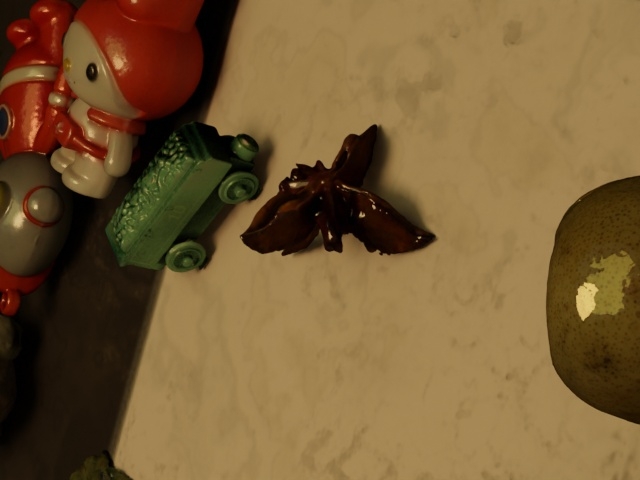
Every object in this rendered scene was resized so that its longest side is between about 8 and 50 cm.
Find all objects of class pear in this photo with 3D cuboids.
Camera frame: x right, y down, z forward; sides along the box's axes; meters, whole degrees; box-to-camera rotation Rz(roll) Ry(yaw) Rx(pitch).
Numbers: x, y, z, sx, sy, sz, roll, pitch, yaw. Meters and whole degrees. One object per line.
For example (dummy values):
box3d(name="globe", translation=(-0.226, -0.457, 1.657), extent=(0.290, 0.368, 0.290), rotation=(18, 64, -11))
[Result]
box3d(name="pear", translation=(0.221, 0.037, 1.203), extent=(0.136, 0.167, 0.167), rotation=(-9, 71, 32))

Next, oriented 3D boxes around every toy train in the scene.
box3d(name="toy train", translation=(-0.128, -0.039, 1.701), extent=(0.172, 0.099, 0.070), rotation=(-51, 45, 27))

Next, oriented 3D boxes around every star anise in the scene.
box3d(name="star anise", translation=(0.003, -0.007, 1.559), extent=(0.140, 0.158, 0.144), rotation=(-105, 12, -45))

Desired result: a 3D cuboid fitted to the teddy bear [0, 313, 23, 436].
box3d(name="teddy bear", translation=(-0.414, 0.090, 1.931), extent=(0.151, 0.236, 0.267), rotation=(-40, 66, -4))

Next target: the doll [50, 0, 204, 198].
box3d(name="doll", translation=(-0.182, -0.185, 1.787), extent=(0.290, 0.130, 0.161), rotation=(-65, 33, 18))

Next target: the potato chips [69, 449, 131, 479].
box3d(name="potato chips", translation=(-0.196, 0.285, 1.739), extent=(0.092, 0.028, 0.207), rotation=(-47, 46, 8))

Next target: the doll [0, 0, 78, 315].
box3d(name="doll", translation=(-0.314, -0.084, 1.939), extent=(0.200, 0.105, 0.336), rotation=(-19, 64, 58))
